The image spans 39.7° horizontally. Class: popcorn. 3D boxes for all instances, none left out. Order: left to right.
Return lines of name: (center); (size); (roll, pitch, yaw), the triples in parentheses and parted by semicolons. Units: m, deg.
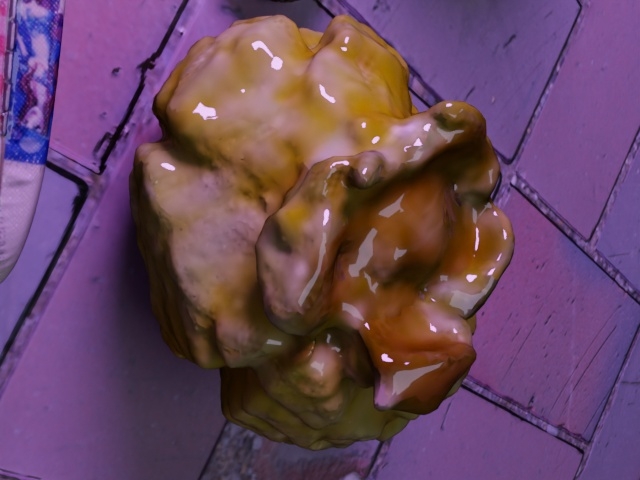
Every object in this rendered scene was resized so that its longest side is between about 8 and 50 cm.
popcorn: (0.000, 0.000, 0.554); (0.224, 0.270, 0.258); (-20, 152, -10)

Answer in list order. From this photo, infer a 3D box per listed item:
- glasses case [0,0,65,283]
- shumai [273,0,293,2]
glasses case: (-0.171, -0.134, 0.420); (0.076, 0.125, 0.327); (-3, 105, -42)
shumai: (-0.011, -0.206, 0.577); (0.124, 0.087, 0.099); (11, 97, -44)
